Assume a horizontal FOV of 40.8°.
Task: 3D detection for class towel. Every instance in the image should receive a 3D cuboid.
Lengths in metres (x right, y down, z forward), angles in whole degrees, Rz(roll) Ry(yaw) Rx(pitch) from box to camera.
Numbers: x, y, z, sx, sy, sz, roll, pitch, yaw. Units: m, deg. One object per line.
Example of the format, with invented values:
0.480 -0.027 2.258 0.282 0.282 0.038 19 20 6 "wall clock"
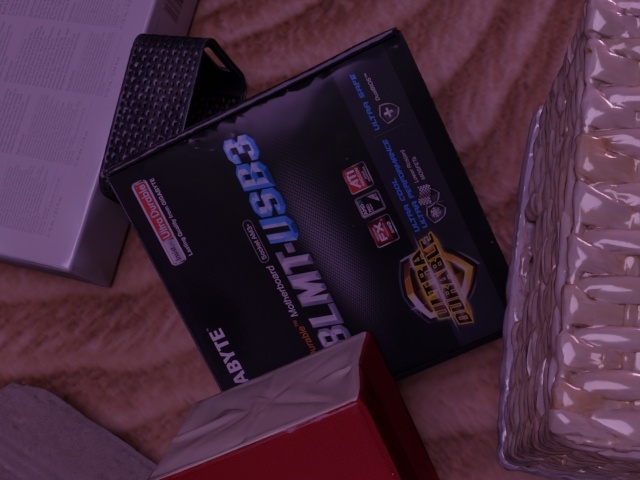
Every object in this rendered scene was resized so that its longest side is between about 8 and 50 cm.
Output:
-0.258 0.259 0.827 0.282 0.049 0.187 28 44 20 "towel"

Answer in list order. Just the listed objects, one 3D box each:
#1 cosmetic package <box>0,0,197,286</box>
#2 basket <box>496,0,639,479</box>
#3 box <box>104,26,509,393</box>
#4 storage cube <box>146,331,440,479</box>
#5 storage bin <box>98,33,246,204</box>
-0.327 -0.160 0.988 0.285 0.097 0.377 12 79 17 "cosmetic package"
0.314 0.026 0.614 0.332 0.266 0.328 8 76 7 "basket"
0.000 0.000 0.799 0.294 0.073 0.295 -24 99 7 "box"
-0.009 0.217 0.715 0.215 0.183 0.193 -23 97 9 "storage cube"
-0.153 -0.115 0.911 0.085 0.122 0.180 7 78 18 "storage bin"
